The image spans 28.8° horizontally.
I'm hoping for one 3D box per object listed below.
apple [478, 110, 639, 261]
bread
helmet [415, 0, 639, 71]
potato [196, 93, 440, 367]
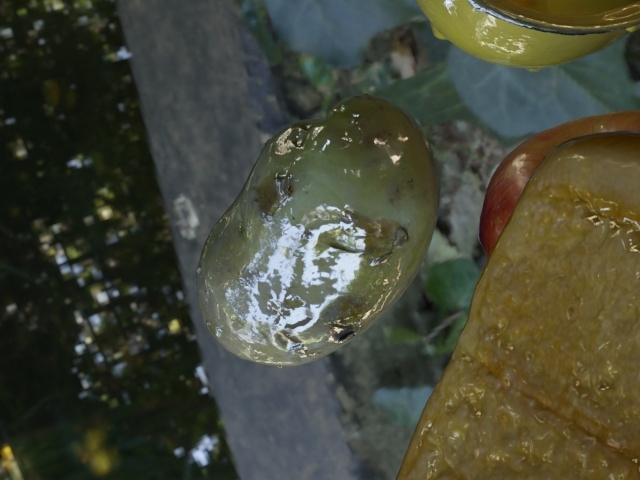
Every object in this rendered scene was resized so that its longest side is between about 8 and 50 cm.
[{"bbox_3d":[0.209,0.007,0.858,0.199,0.199,0.199,34,135,41],"label":"apple"},{"bbox_3d":[0.184,0.120,0.618,0.337,0.148,0.328,26,95,62],"label":"bread"},{"bbox_3d":[0.127,-0.197,0.754,0.205,0.257,0.140,20,153,-2],"label":"helmet"},{"bbox_3d":[0.000,0.000,1.032,0.165,0.165,0.262,50,126,26],"label":"potato"}]
